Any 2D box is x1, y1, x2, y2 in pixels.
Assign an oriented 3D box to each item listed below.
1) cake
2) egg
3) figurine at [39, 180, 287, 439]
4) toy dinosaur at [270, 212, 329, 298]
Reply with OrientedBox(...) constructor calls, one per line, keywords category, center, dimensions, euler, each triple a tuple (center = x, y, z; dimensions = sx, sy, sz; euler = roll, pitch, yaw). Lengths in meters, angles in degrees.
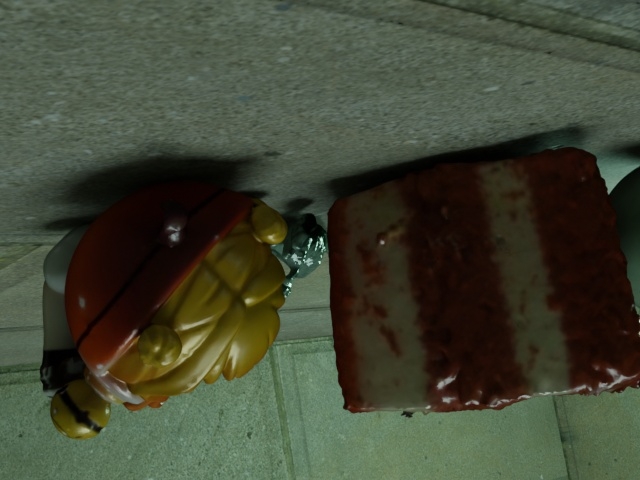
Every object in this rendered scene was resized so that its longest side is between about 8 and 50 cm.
OrientedBox(category="cake", center=(0.171, 0.059, 1.078), dimensions=(0.319, 0.270, 0.269), euler=(-10, 169, 7))
OrientedBox(category="egg", center=(0.448, -0.004, 1.165), dimensions=(0.202, 0.203, 0.282), euler=(-17, 173, 38))
OrientedBox(category="figurine", center=(-0.160, 0.048, 0.944), dimensions=(0.323, 0.196, 0.320), euler=(-10, -144, 55))
OrientedBox(category="toy dinosaur", center=(-0.040, 0.029, 1.262), dimensions=(0.129, 0.076, 0.383), euler=(-34, 175, 1))
